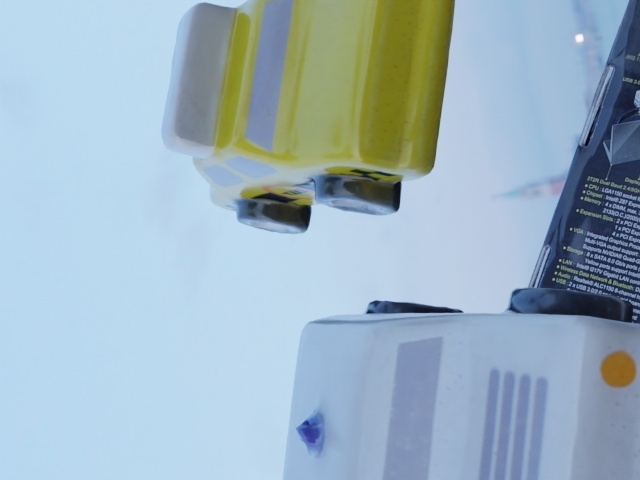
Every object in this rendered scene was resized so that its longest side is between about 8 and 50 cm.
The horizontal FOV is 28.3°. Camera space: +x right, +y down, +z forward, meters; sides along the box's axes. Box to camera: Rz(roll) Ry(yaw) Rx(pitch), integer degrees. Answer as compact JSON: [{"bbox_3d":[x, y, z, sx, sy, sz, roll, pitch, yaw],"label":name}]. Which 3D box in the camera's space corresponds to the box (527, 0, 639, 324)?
[{"bbox_3d":[0.323,0.036,0.712,0.097,0.395,0.318,27,-100,-65],"label":"box"}]

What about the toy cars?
[{"bbox_3d":[0.000,0.000,0.461,0.393,0.087,0.176,-110,37,-51],"label":"toy cars"}]
